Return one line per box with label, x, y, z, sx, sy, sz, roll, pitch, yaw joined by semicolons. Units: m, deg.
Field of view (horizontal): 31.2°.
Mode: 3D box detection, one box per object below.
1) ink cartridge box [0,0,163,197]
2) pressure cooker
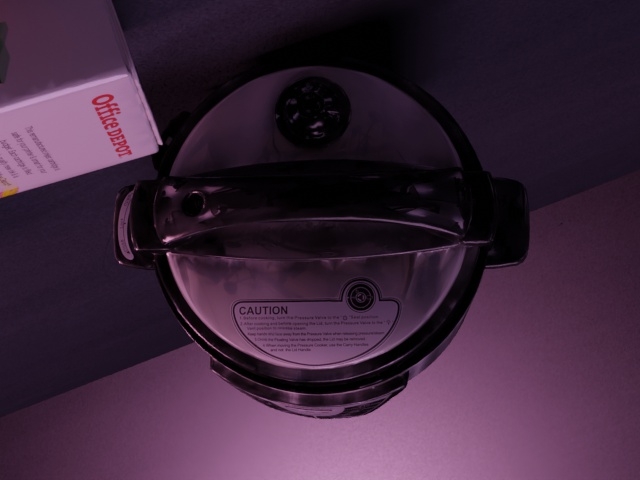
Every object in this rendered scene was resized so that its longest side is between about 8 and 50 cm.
ink cartridge box;-0.282;-0.110;0.911;0.278;0.117;0.201;-17;169;-5
pressure cooker;-0.002;-0.006;1.272;0.370;0.375;0.420;-43;170;-5
